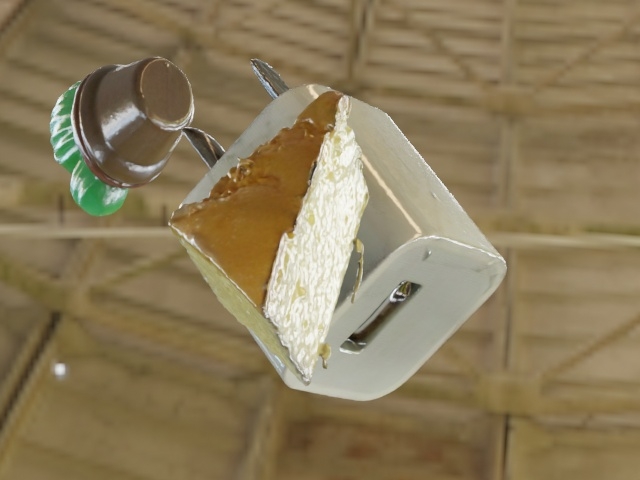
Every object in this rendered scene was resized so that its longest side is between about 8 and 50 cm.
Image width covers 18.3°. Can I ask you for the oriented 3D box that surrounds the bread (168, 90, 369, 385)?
[{"bbox_3d":[0.000,0.000,0.918,0.109,0.084,0.080,-40,-130,-15],"label":"bread"}]

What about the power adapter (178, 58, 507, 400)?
[{"bbox_3d":[-0.007,-0.022,1.200,0.125,0.130,0.205,16,-149,-54],"label":"power adapter"}]

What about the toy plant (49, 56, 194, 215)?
[{"bbox_3d":[-0.195,-0.095,1.862,0.105,0.142,0.200,11,152,-32],"label":"toy plant"}]
